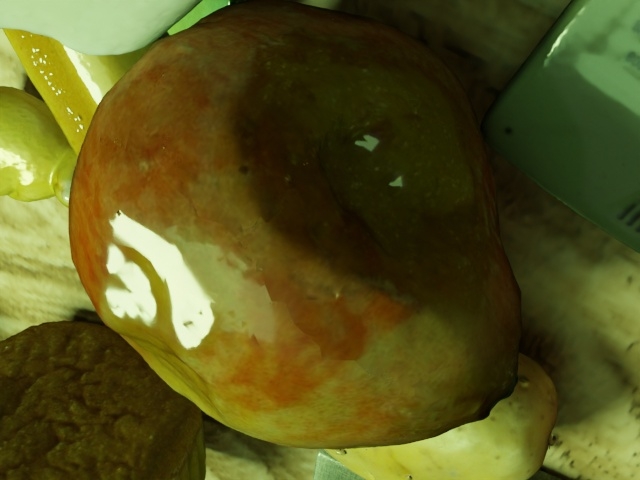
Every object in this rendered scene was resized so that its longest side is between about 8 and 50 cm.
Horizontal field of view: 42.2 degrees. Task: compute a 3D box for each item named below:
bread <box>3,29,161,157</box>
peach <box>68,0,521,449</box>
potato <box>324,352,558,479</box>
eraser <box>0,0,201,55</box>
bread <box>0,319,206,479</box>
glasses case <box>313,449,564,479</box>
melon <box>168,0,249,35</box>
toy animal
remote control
[{"bbox_3d":[-0.145,-0.130,0.509,0.092,0.074,0.239,-7,117,47],"label":"bread"},{"bbox_3d":[0.000,0.000,0.418,0.235,0.214,0.214,42,134,13],"label":"peach"},{"bbox_3d":[0.059,0.103,0.527,0.178,0.109,0.118,14,153,27],"label":"potato"},{"bbox_3d":[-0.149,-0.209,0.322,0.150,0.331,0.331,-25,107,49],"label":"eraser"},{"bbox_3d":[-0.218,0.185,0.655,0.227,0.253,0.142,25,128,18],"label":"bread"},{"bbox_3d":[0.102,0.176,0.578,0.205,0.071,0.047,21,126,18],"label":"glasses case"},{"bbox_3d":[-0.064,-0.215,0.434,0.114,0.053,0.262,30,131,34],"label":"melon"},{"bbox_3d":[-0.174,-0.053,0.590,0.159,0.070,0.083,24,132,8],"label":"toy animal"},{"bbox_3d":[0.190,-0.116,0.345,0.123,0.038,0.285,35,130,3],"label":"remote control"}]
